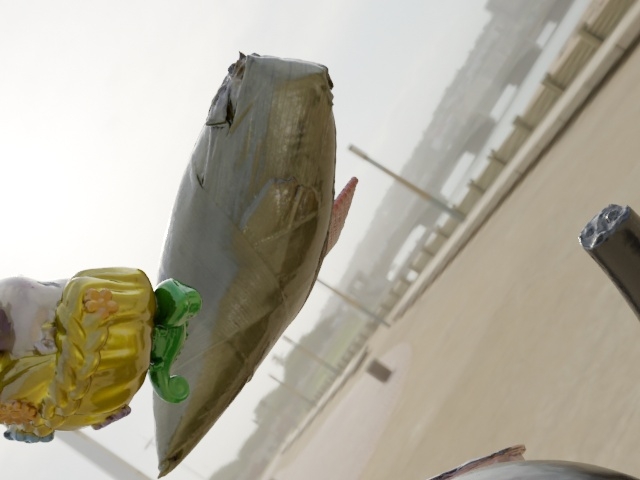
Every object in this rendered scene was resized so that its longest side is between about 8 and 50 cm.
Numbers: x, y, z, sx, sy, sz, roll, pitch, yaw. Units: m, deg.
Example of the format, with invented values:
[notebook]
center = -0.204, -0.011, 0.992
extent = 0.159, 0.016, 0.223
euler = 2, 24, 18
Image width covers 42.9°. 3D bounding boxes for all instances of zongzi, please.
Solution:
[zongzi]
center = -0.069, 0.002, 0.676
extent = 0.300, 0.145, 0.274
euler = -73, -4, -63

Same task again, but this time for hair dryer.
[hair dryer]
center = 0.453, -0.008, 0.787
extent = 0.359, 0.303, 0.120
euler = -40, 25, 17

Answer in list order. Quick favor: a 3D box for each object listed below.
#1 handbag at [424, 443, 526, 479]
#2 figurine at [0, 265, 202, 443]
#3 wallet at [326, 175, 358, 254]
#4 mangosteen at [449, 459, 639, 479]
[handbag]
center = 0.212, 0.370, 1.129
extent = 0.205, 0.116, 0.179
euler = -20, -21, -4
[figurine]
center = -0.131, 0.067, 0.395
extent = 0.156, 0.094, 0.115
euler = 3, -90, -42
[wallet]
center = 0.000, 0.000, 0.978
extent = 0.196, 0.020, 0.103
euler = -51, -14, -58
[mangosteen]
center = 0.110, 0.257, 0.429
extent = 0.297, 0.313, 0.297
euler = 19, -90, -88
